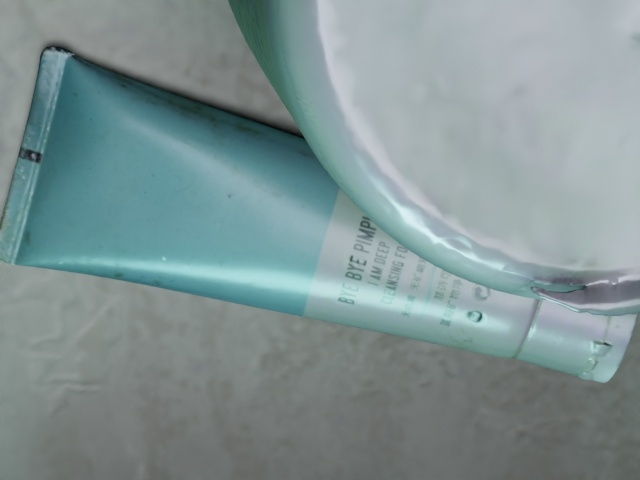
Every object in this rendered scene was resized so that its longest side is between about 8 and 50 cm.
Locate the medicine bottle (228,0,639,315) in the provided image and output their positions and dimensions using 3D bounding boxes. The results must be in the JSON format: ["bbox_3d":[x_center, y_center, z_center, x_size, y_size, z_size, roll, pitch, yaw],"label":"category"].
[{"bbox_3d":[0.068,-0.122,0.785,0.214,0.378,0.213,-2,105,-7],"label":"medicine bottle"}]

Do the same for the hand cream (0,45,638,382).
[{"bbox_3d":[0.000,0.000,0.984,0.312,0.070,0.111,17,104,-3],"label":"hand cream"}]
